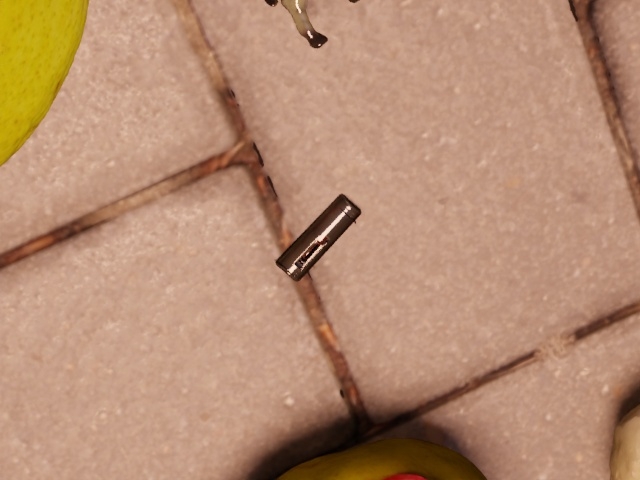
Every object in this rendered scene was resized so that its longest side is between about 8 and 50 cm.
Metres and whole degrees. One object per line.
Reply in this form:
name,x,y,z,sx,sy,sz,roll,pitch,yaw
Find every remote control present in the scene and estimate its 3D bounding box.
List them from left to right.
remote control,0.000,0.000,1.627,0.034,0.016,0.091,41,96,-21

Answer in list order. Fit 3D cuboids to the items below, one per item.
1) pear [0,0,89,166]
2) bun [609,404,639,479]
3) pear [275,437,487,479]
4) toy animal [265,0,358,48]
pear,-0.341,-0.215,1.251,0.391,0.391,0.391,-6,113,-14
bun,0.382,0.224,1.763,0.231,0.133,0.231,-6,108,-19
pear,0.038,0.361,1.618,0.287,0.287,0.375,37,54,-26
toy animal,0.018,-0.291,1.483,0.217,0.073,0.176,-42,111,9
